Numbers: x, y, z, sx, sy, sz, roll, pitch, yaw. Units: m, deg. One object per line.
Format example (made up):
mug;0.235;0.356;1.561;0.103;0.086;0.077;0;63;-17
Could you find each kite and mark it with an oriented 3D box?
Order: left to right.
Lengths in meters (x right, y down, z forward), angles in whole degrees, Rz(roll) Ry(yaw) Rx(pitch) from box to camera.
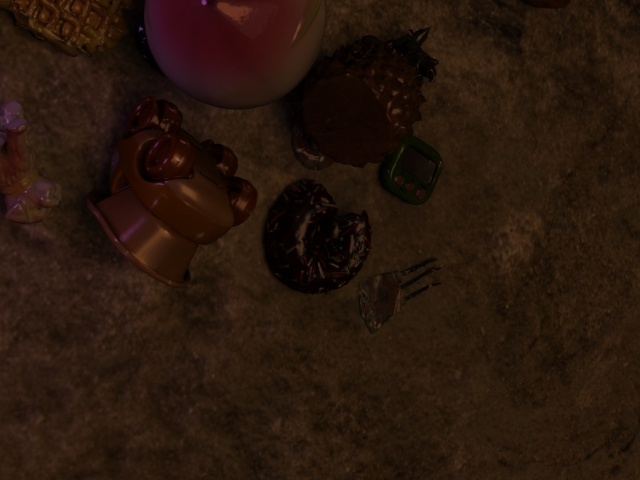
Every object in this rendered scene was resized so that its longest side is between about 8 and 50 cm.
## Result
kite;0.174;0.110;2.119;0.229;0.016;0.127;-21;115;-30

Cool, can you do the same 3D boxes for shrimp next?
shrimp;-0.020;-0.218;1.882;0.101;0.042;0.190;-40;122;-16

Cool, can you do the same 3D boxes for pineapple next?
pineapple;0.112;-0.302;1.859;0.357;0.222;0.223;-54;130;-47

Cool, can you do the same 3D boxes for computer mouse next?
computer mouse;-0.273;-0.332;1.658;0.135;0.047;0.079;54;54;-38

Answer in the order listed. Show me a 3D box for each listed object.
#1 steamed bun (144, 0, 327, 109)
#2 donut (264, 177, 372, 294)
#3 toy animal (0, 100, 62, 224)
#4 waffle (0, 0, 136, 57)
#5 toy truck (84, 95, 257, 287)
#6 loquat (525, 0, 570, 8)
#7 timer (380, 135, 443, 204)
steamed bun;-0.138;-0.353;1.519;0.309;0.309;0.310;-9;104;-36
donut;0.000;0.001;1.907;0.216;0.096;0.230;-54;126;-17
toy animal;-0.507;-0.095;1.514;0.183;0.104;0.185;-20;133;-4
waffle;-0.411;-0.423;1.525;0.262;0.060;0.281;-22;111;-31
toy truck;-0.245;-0.080;1.604;0.212;0.288;0.204;-47;129;9
loquat;0.504;-0.572;2.162;0.137;0.137;0.113;21;89;-39
timer;0.191;-0.148;2.057;0.140;0.047;0.128;28;83;-38
